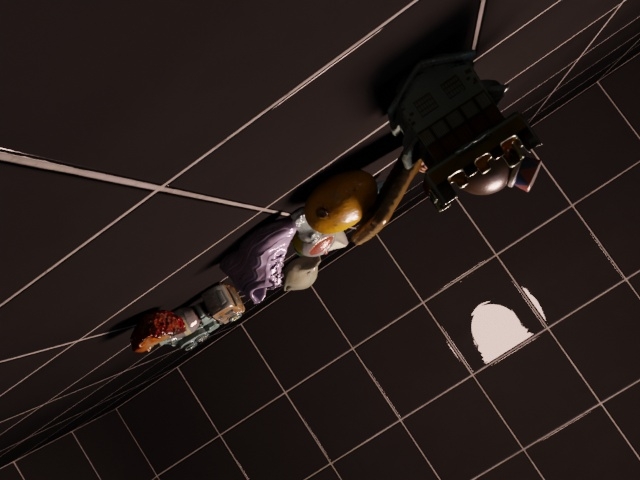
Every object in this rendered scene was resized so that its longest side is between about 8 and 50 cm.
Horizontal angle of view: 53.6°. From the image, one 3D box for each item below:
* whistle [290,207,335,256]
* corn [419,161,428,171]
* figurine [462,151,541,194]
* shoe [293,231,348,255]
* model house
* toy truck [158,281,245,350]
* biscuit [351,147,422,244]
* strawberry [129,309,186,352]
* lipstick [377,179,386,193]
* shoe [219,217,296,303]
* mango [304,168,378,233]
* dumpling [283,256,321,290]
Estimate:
[{"bbox_3d":[-0.025,-0.022,1.624,0.123,0.122,0.223,-34,160,1],"label":"whistle"},{"bbox_3d":[0.318,-0.265,1.622,0.092,0.092,0.280,-31,169,-26],"label":"corn"},{"bbox_3d":[0.306,-0.188,1.260,0.158,0.275,0.161,-48,178,-2],"label":"figurine"},{"bbox_3d":[0.000,0.000,2.034,0.110,0.095,0.265,-30,170,18],"label":"shoe"},{"bbox_3d":[0.226,-0.188,1.082,0.199,0.215,0.224,-31,175,8],"label":"model house"},{"bbox_3d":[-0.357,0.222,1.819,0.257,0.108,0.140,-31,161,2],"label":"toy truck"},{"bbox_3d":[0.182,-0.140,1.468,0.324,0.044,0.217,-59,-178,-20],"label":"biscuit"},{"bbox_3d":[-0.414,0.220,1.574,0.141,0.085,0.192,-28,172,26],"label":"strawberry"},{"bbox_3d":[0.074,-0.089,1.790,0.274,0.068,0.061,-26,180,-8],"label":"lipstick"},{"bbox_3d":[-0.127,0.048,1.476,0.245,0.137,0.095,-38,177,35],"label":"shoe"},{"bbox_3d":[0.051,-0.093,1.452,0.176,0.119,0.317,-40,-179,16],"label":"mango"},{"bbox_3d":[-0.073,0.110,2.459,0.229,0.124,0.151,-32,-147,37],"label":"dumpling"}]
